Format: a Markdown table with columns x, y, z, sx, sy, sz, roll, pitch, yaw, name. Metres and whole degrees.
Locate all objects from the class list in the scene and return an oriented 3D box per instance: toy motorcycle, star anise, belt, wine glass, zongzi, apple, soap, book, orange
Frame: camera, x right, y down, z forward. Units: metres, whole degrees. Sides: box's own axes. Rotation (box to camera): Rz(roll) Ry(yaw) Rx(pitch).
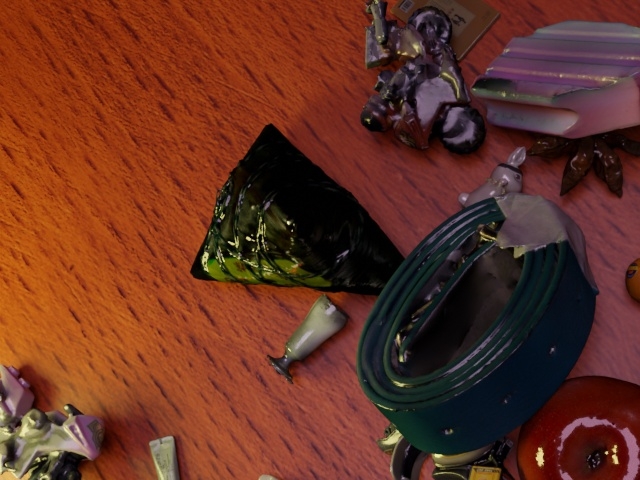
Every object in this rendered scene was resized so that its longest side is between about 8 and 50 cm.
| x | y | z | sx | sy | sz | roll | pitch | yaw | name |
| --- | --- | --- | --- | --- | --- | --- | --- | --- | --- |
| 0.148 | -0.322 | 1.914 | 0.207 | 0.134 | 0.400 | -16 | 76 | 4 | toy motorcycle |
| 0.452 | -0.174 | 1.820 | 0.196 | 0.111 | 0.212 | 7 | 85 | 23 | star anise |
| -0.505 | 0.338 | 1.927 | 0.188 | 0.143 | 0.327 | -45 | 55 | -8 | toy motorcycle |
| 0.252 | 0.127 | 1.693 | 0.300 | 0.173 | 0.436 | 21 | 69 | 46 | belt |
| -0.023 | 0.171 | 1.871 | 0.072 | 0.072 | 0.155 | 43 | 90 | 20 | wine glass |
| 0.000 | 0.000 | 1.863 | 0.383 | 0.362 | 0.319 | 21 | 83 | 57 | zongzi |
| 0.427 | 0.336 | 1.639 | 0.260 | 0.216 | 0.260 | -4 | 78 | 17 | apple |
| 0.192 | 0.353 | 1.726 | 0.263 | 0.091 | 0.157 | -8 | 54 | 39 | toy motorcycle |
| 0.426 | -0.264 | 1.752 | 0.193 | 0.109 | 0.324 | -49 | 34 | -17 | soap |
| 0.229 | -0.421 | 1.980 | 0.172 | 0.012 | 0.118 | 41 | 89 | 20 | book |
| 0.537 | 0.065 | 1.746 | 0.084 | 0.083 | 0.083 | -3 | 76 | 14 | orange |

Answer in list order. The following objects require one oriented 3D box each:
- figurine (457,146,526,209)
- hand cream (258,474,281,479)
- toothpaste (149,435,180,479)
| x | y | z | sx | sy | sz | roll | pitch | yaw | name |
| --- | --- | --- | --- | --- | --- | --- | --- | --- | --- |
| 0.318 | -0.084 | 1.855 | 0.146 | 0.081 | 0.098 | -41 | 114 | -3 | figurine |
| 0.023 | 0.488 | 1.775 | 0.314 | 0.089 | 0.139 | 9 | 78 | 20 | hand cream |
| -0.262 | 0.443 | 1.888 | 0.048 | 0.029 | 0.197 | -18 | 70 | 7 | toothpaste |
